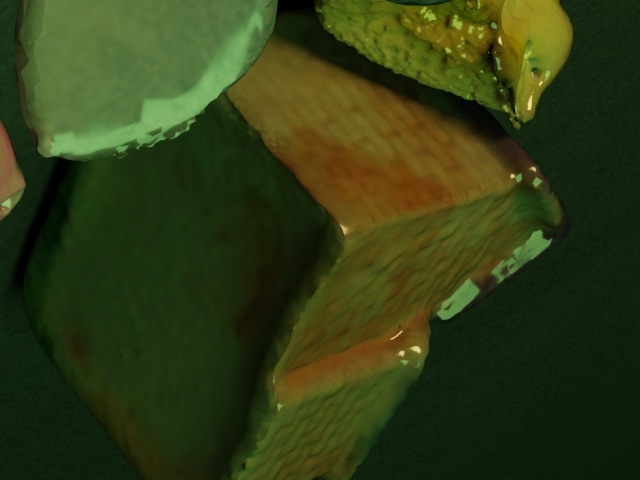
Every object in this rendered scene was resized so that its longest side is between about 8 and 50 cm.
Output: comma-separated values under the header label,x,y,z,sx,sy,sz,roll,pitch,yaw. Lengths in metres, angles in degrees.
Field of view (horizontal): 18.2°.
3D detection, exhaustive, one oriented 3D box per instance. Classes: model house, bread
label,x,y,z,sx,sy,sz,roll,pitch,yaw
model house,0.000,0.000,1.343,0.280,0.245,0.312,-19,148,-44
bread,0.062,-0.191,1.210,0.133,0.174,0.251,0,153,27

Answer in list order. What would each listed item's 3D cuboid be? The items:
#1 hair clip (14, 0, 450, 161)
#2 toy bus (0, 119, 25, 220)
label,x,y,z,sx,sy,sz,roll,pitch,yaw
hair clip,-0.073,-0.245,0.848,0.318,0.238,0.392,-36,129,-3
toy bus,-0.242,-0.099,0.855,0.127,0.303,0.147,-38,156,-4
